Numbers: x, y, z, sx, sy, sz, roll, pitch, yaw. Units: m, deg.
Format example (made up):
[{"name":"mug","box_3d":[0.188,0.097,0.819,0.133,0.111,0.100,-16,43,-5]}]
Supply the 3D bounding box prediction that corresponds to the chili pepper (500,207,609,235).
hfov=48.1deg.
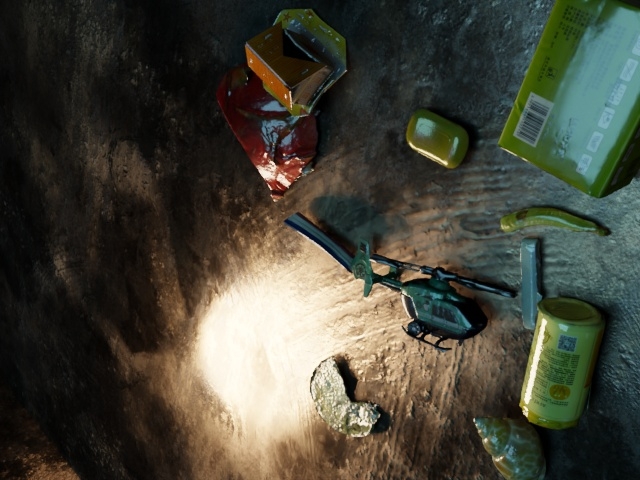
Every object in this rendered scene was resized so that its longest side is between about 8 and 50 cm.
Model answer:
[{"name":"chili pepper","box_3d":[0.412,-0.035,1.296,0.208,0.043,0.049,4,94,42]}]

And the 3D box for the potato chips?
[{"name":"potato chips","box_3d":[0.054,0.403,1.799,0.220,0.029,0.202,41,129,30]}]

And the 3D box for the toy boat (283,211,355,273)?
[{"name":"toy boat","box_3d":[0.000,0.000,1.688,0.229,0.080,0.046,39,93,31]}]

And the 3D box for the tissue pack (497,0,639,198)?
[{"name":"tissue pack","box_3d":[0.435,-0.240,1.116,0.200,0.167,0.274,35,124,28]}]

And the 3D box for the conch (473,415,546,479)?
[{"name":"conch","box_3d":[0.389,0.424,1.436,0.116,0.106,0.173,32,140,54]}]

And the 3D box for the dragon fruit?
[{"name":"dragon fruit","box_3d":[-0.133,-0.288,1.693,0.282,0.100,0.343,-37,79,39]}]

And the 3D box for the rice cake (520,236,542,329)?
[{"name":"rice cake","box_3d":[0.401,0.083,1.353,0.042,0.030,0.180,6,109,38]}]

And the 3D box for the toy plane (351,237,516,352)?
[{"name":"toy plane","box_3d":[0.212,0.115,1.502,0.382,0.106,0.155,21,111,38]}]

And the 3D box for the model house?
[{"name":"model house","box_3d":[-0.077,-0.395,1.525,0.219,0.136,0.207,49,113,16]}]

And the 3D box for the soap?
[{"name":"soap","box_3d":[0.230,-0.201,1.408,0.140,0.045,0.089,34,128,29]}]

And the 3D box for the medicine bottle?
[{"name":"medicine bottle","box_3d":[0.438,0.231,1.310,0.124,0.124,0.239,21,119,37]}]
